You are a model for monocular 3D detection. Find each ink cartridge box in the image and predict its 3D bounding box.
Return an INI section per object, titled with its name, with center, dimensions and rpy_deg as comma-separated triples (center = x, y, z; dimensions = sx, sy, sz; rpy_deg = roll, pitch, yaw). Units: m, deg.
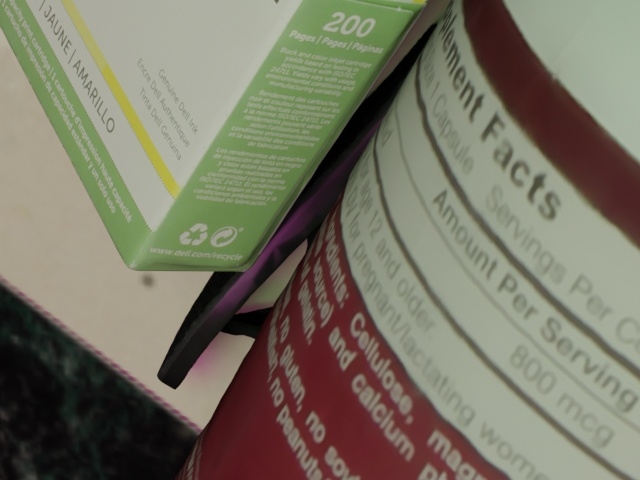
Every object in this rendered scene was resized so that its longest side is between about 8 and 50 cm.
[ink cartridge box]
center = -0.018, -0.129, 0.589
dimensions = 0.235, 0.056, 0.171
rpy_deg = -55, 50, 32

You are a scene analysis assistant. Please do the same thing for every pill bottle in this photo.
[pill bottle]
center = 0.108, 0.029, 0.554
dimensions = 0.224, 0.224, 0.392
rpy_deg = 34, 120, 6

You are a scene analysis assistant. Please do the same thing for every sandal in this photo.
[sandal]
center = 0.000, 0.000, 0.680
dimensions = 0.040, 0.067, 0.179
rpy_deg = 38, 118, -9
